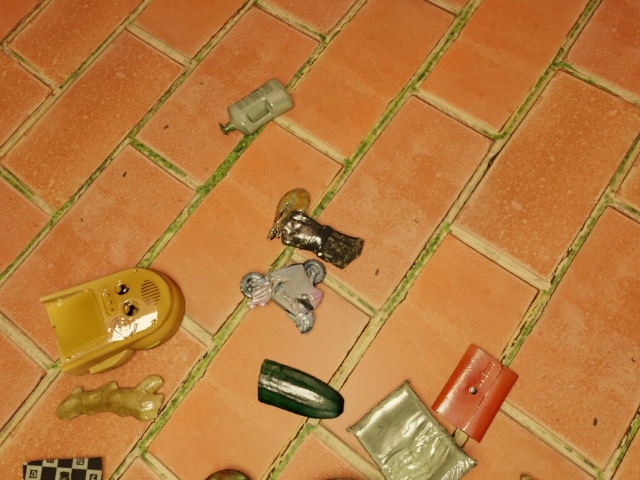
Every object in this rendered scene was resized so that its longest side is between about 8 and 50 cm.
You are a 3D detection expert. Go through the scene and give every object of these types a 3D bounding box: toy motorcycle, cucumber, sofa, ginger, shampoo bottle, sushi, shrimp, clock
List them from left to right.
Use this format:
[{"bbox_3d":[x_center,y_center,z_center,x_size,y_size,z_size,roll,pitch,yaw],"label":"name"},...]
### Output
[{"bbox_3d":[-0.661,0.659,1.088,0.209,0.040,0.193,-6,81,0],"label":"sushi"},{"bbox_3d":[-0.571,0.440,1.127,0.298,0.065,0.118,-8,61,1],"label":"ginger"},{"bbox_3d":[-0.541,0.202,1.137,0.316,0.200,0.244,-23,77,-11],"label":"clock"},{"bbox_3d":[-0.213,-0.408,1.322,0.234,0.087,0.118,-35,74,-5],"label":"shampoo bottle"},{"bbox_3d":[-0.102,-0.077,1.250,0.101,0.042,0.190,28,78,32],"label":"shrimp"},{"bbox_3d":[-0.087,0.164,1.144,0.239,0.108,0.204,-16,74,0],"label":"toy motorcycle"},{"bbox_3d":[-0.053,0.403,1.103,0.243,0.063,0.115,14,77,6],"label":"cucumber"},{"bbox_3d":[0.208,0.489,0.997,0.210,0.176,0.225,-36,75,-5],"label":"sofa"}]

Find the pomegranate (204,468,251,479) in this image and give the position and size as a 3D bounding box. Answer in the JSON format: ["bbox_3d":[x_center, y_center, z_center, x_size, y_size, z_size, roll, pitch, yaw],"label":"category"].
[{"bbox_3d":[-0.224,0.640,0.981,0.159,0.205,0.160,-2,96,-17],"label":"pomegranate"}]

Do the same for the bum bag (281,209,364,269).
[{"bbox_3d":[0.000,0.001,1.196,0.247,0.069,0.102,23,71,-1],"label":"bum bag"}]

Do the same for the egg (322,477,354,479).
[{"bbox_3d":[0.039,0.665,0.915,0.310,0.279,0.279,-36,73,21],"label":"egg"}]

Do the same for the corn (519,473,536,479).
[{"bbox_3d":[0.519,0.683,0.965,0.097,0.097,0.262,-15,75,0],"label":"corn"}]

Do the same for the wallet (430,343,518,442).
[{"bbox_3d":[0.399,0.392,1.078,0.142,0.045,0.204,35,79,12],"label":"wallet"}]
